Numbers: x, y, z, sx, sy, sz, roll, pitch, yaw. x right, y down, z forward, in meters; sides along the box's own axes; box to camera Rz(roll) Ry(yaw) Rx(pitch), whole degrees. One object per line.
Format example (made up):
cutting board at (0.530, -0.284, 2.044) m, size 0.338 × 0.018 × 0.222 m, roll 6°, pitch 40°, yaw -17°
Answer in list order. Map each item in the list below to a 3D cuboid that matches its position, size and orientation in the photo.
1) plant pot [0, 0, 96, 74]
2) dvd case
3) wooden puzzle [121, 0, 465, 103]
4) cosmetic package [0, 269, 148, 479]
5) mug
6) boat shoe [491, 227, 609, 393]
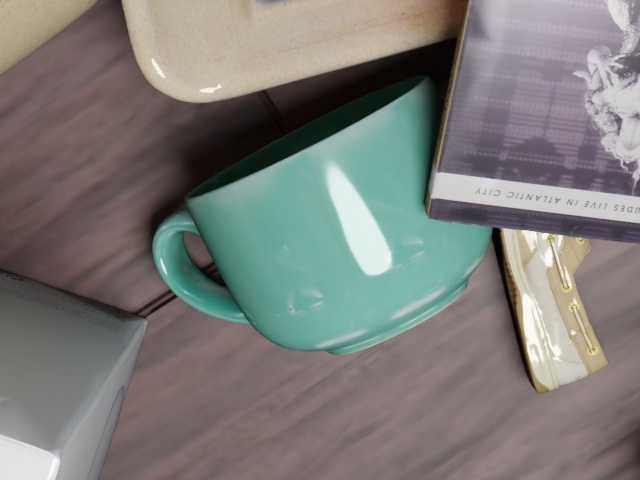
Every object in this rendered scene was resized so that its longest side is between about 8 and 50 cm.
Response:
plant pot at (-0.233, -0.132, 0.751) m, size 0.274 × 0.256 × 0.256 m, roll -20°, pitch 98°, yaw -38°
dvd case at (0.143, -0.102, 0.733) m, size 0.164 × 0.018 × 0.221 m, roll 6°, pitch 112°, yaw -8°
wooden puzzle at (0.049, -0.255, 0.779) m, size 0.348 × 0.080 × 0.322 m, roll -13°, pitch 86°, yaw 11°
cosmetic package at (-0.188, 0.220, 0.786) m, size 0.097 × 0.284 × 0.377 m, roll 18°, pitch 98°, yaw 0°
mug at (0.009, -0.005, 0.838) m, size 0.129 × 0.158 × 0.097 m, roll -31°, pitch 98°, yaw -26°
boat shoe at (0.110, 0.006, 0.868) m, size 0.045 × 0.050 × 0.135 m, roll -14°, pitch 106°, yaw 1°
